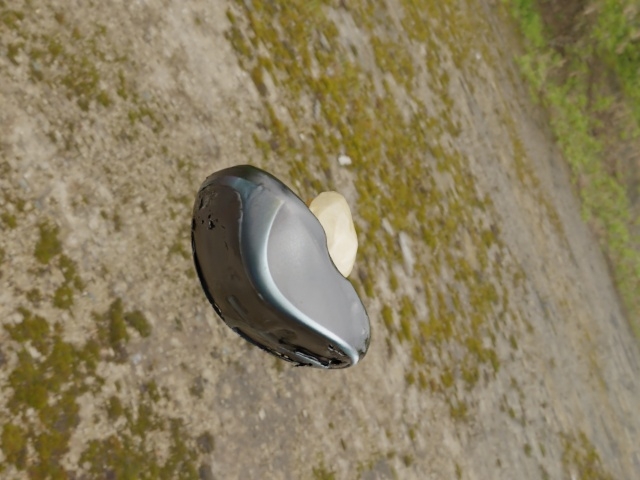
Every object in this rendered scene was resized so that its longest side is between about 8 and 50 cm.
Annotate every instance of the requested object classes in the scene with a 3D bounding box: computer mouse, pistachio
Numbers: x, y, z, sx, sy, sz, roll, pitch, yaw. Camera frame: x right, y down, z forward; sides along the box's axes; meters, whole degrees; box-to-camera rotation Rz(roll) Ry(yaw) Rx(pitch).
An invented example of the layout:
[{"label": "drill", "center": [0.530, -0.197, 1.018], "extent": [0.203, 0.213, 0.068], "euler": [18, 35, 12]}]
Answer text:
[{"label": "computer mouse", "center": [-0.047, 0.041, 0.749], "extent": [0.096, 0.137, 0.233], "euler": [-42, 106, -32]}, {"label": "pistachio", "center": [0.000, 0.000, 1.478], "extent": [0.157, 0.157, 0.229], "euler": [49, 31, -34]}]
